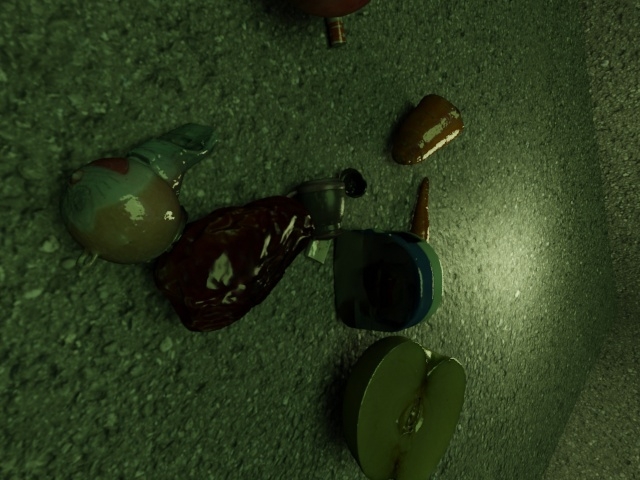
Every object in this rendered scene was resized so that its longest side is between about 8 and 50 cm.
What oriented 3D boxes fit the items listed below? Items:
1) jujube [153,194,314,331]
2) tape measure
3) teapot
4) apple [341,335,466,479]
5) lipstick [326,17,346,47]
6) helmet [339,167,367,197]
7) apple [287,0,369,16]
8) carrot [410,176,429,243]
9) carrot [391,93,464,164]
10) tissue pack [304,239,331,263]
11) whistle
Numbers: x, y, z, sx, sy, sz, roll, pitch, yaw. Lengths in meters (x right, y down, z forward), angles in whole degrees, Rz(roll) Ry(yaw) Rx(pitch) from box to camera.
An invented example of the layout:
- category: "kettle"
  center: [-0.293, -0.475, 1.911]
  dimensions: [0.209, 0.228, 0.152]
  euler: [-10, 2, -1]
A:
- category: "jujube"
  center: [-0.153, 0.025, 0.800]
  dimensions: [0.342, 0.216, 0.216]
  euler: [-33, 113, -41]
- category: "tape measure"
  center: [0.178, 0.097, 1.048]
  dimensions: [0.138, 0.262, 0.259]
  euler: [-9, 99, -50]
- category: "teapot"
  center: [-0.005, -0.069, 0.958]
  dimensions: [0.148, 0.116, 0.145]
  euler: [-13, 97, -37]
- category: "apple"
  center: [0.216, 0.448, 1.076]
  dimensions: [0.311, 0.320, 0.360]
  euler: [57, 55, -74]
- category: "lipstick"
  center: [0.034, -0.555, 1.020]
  dimensions: [0.038, 0.038, 0.130]
  euler: [-20, 105, -38]
- category: "helmet"
  center: [0.085, -0.149, 1.079]
  dimensions: [0.065, 0.049, 0.084]
  euler: [-33, 88, 2]
- category: "apple"
  center: [0.003, -0.643, 0.836]
  dimensions: [0.345, 0.270, 0.344]
  euler: [-13, 110, -39]
- category: "carrot"
  center: [0.318, -0.082, 1.277]
  dimensions: [0.061, 0.061, 0.256]
  euler: [17, 79, -40]
- category: "carrot"
  center: [0.297, -0.299, 1.198]
  dimensions: [0.225, 0.159, 0.159]
  euler: [-48, 121, -16]
- category: "tissue pack"
  center: [0.000, 0.000, 1.031]
  dimensions: [0.056, 0.023, 0.108]
  euler: [30, 73, -35]
- category: "whistle"
  center: [-0.296, -0.101, 0.685]
  dimensions: [0.189, 0.189, 0.347]
  euler: [48, 52, -32]
